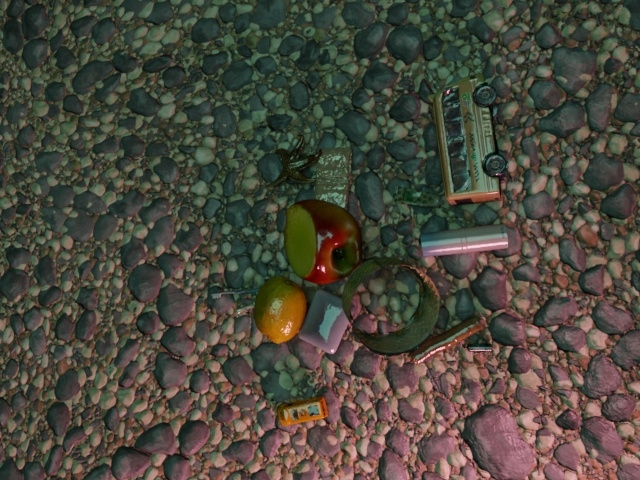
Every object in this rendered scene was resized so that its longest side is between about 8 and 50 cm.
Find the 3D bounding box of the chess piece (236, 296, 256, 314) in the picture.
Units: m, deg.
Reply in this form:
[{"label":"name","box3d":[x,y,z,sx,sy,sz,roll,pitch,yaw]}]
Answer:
[{"label":"chess piece","box3d":[-0.243,0.224,1.777,0.093,0.042,0.042,-23,78,19]}]

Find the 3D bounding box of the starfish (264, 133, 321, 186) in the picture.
[{"label":"starfish","box3d":[-0.099,-0.246,1.769,0.238,0.057,0.213,-39,57,14]}]

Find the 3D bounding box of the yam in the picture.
[{"label":"yam","box3d":[0.377,0.301,1.589,0.241,0.057,0.056,-31,76,8]}]

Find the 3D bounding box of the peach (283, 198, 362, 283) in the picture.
[{"label":"peach","box3d":[0.000,0.000,1.632,0.275,0.245,0.248,41,101,40]}]

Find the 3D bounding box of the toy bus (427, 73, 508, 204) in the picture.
[{"label":"toy bus","box3d":[0.444,-0.293,1.579,0.202,0.177,0.365,-8,82,20]}]

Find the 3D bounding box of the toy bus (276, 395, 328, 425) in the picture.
[{"label":"toy bus","box3d":[-0.064,0.541,1.667,0.162,0.074,0.069,-15,81,12]}]

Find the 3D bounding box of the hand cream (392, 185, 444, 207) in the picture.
[{"label":"hand cream","box3d":[0.309,-0.134,1.674,0.165,0.037,0.057,12,86,22]}]

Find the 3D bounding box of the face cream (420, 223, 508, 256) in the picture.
[{"label":"face cream","box3d":[0.431,0.000,1.595,0.250,0.077,0.077,-6,82,14]}]

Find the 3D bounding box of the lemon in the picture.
[{"label":"lemon","box3d":[-0.130,0.219,1.679,0.170,0.170,0.207,15,92,17]}]

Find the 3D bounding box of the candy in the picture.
[{"label":"candy","box3d":[0.018,0.256,1.681,0.138,0.071,0.174,24,89,18]}]

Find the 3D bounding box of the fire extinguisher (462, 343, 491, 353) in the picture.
[{"label":"fire extinguisher","box3d":[0.465,0.322,1.574,0.083,0.025,0.038,-2,106,15]}]

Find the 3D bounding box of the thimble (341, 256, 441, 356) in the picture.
[{"label":"thimble","box3d":[0.199,0.186,1.547,0.271,0.150,0.270,-1,100,-8]}]

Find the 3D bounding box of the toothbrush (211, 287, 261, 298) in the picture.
[{"label":"toothbrush","box3d":[-0.270,0.177,1.799,0.220,0.016,0.019,-8,83,14]}]

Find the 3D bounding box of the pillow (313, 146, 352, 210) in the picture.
[{"label":"pillow","box3d":[0.039,-0.200,1.749,0.126,0.043,0.232,3,81,15]}]
